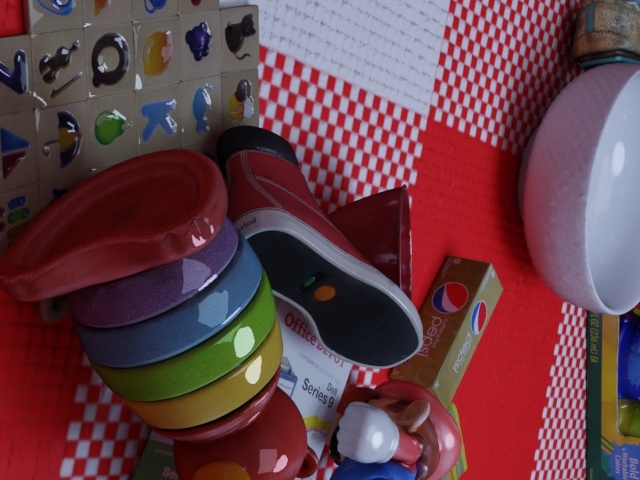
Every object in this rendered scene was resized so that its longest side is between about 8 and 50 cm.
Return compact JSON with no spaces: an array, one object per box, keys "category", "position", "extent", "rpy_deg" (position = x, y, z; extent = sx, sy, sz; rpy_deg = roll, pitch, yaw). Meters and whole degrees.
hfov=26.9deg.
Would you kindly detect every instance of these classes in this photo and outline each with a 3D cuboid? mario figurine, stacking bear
[{"category":"mario figurine","position":[0.027,0.241,1.347],"extent":[0.170,0.198,0.320],"rpy_deg":[53,25,-11]},{"category":"stacking bear","position":[-0.099,0.089,1.051],"extent":[0.164,0.175,0.289],"rpy_deg":[-81,151,-60]}]

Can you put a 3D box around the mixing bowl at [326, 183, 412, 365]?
[{"category":"mixing bowl","position":[0.039,0.035,1.338],"extent":[0.181,0.098,0.181],"rpy_deg":[-1,90,-83]}]

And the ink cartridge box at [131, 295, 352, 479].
[{"category":"ink cartridge box","position":[-0.067,0.161,1.242],"extent":[0.154,0.093,0.212],"rpy_deg":[43,61,-51]}]

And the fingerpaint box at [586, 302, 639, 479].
[{"category":"fingerpaint box","position":[0.599,0.195,2.017],"extent":[0.163,0.371,0.444],"rpy_deg":[-31,124,-50]}]

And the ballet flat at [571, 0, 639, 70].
[{"category":"ballet flat","position":[0.454,-0.275,1.914],"extent":[0.348,0.123,0.123],"rpy_deg":[11,89,-57]}]

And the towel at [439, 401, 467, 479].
[{"category":"towel","position":[0.106,0.294,1.612],"extent":[0.237,0.021,0.102],"rpy_deg":[-36,122,-46]}]

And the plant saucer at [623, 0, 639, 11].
[{"category":"plant saucer","position":[0.498,-0.475,1.877],"extent":[0.318,0.044,0.317],"rpy_deg":[-21,133,-24]}]

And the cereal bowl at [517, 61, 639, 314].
[{"category":"cereal bowl","position":[0.361,-0.074,1.789],"extent":[0.339,0.141,0.339],"rpy_deg":[-20,114,-53]}]

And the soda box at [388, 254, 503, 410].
[{"category":"soda box","position":[0.150,0.109,1.588],"extent":[0.181,0.061,0.058],"rpy_deg":[-62,144,-26]}]

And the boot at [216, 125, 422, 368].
[{"category":"boot","position":[0.000,0.000,1.214],"extent":[0.244,0.088,0.176],"rpy_deg":[42,22,-37]}]

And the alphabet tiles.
[{"category":"alphabet tiles","position":[-0.155,-0.097,1.112],"extent":[0.342,0.011,0.285],"rpy_deg":[-21,116,-53]}]
